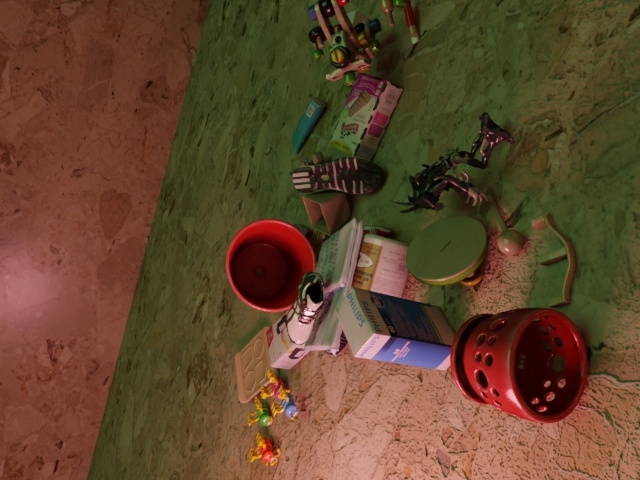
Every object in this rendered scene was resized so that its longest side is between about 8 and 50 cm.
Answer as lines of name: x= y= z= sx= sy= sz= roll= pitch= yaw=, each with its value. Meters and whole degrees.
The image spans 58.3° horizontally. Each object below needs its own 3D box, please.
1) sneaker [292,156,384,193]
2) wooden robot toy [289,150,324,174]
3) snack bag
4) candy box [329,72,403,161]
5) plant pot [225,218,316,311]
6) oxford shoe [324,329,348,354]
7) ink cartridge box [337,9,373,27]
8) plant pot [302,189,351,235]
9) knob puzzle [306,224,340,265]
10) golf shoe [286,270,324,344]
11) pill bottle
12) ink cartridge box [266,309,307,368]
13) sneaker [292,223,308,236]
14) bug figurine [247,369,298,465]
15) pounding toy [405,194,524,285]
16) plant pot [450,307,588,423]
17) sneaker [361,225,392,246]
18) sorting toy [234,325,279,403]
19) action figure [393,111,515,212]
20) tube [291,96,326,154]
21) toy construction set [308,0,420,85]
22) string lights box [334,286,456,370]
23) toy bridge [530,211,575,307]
sneaker: x=0.070 y=-0.205 z=1.688 sx=0.281 sy=0.162 sz=0.106 roll=3 pitch=109 yaw=26
wooden robot toy: x=-0.029 y=-0.227 z=1.897 sx=0.173 sy=0.076 sz=0.079 roll=-31 pitch=88 yaw=47
snack bag: x=0.022 y=0.134 z=1.529 sx=0.323 sy=0.037 sz=0.342 roll=145 pitch=139 yaw=-71
candy box: x=0.129 y=-0.362 z=1.684 sx=0.159 sy=0.071 sz=0.233 roll=40 pitch=112 yaw=54
plant pot: x=-0.171 y=0.085 z=1.779 sx=0.243 sy=0.275 sz=0.275 roll=155 pitch=125 yaw=-73
oxford shoe: x=0.054 y=0.201 z=1.579 sx=0.096 sy=0.083 sz=0.227 roll=-162 pitch=88 yaw=-76
ink cartridge box: x=0.103 y=-0.633 z=1.815 sx=0.092 sy=0.090 sz=0.143 roll=15 pitch=91 yaw=58
plant pot: x=0.026 y=-0.092 z=1.686 sx=0.109 sy=0.096 sz=0.109 roll=28 pitch=142 yaw=56
knob puzzle: x=0.000 y=0.000 z=1.770 sx=0.213 sy=0.030 sz=0.213 roll=-29 pitch=54 yaw=48
golf shoe: x=-0.038 y=0.179 z=1.492 sx=0.094 sy=0.077 sz=0.198 roll=-170 pitch=91 yaw=-76
pill bottle: x=0.142 y=0.107 z=1.417 sx=0.131 sy=0.131 sz=0.229 roll=16 pitch=91 yaw=57
ink cartridge box: x=-0.086 y=0.290 z=1.741 sx=0.175 sy=0.072 sz=0.127 roll=-48 pitch=41 yaw=36
sneaker: x=-0.070 y=-0.012 z=1.848 sx=0.158 sy=0.061 sz=0.065 roll=-124 pitch=33 yaw=-77
bug figurine: x=-0.142 y=0.527 z=1.732 sx=0.279 sy=0.072 sz=0.216 roll=-65 pitch=27 yaw=23
pounding toy: x=0.313 y=0.034 z=1.244 sx=0.237 sy=0.110 sz=0.183 roll=-29 pitch=35 yaw=11
plant pot: x=0.345 y=0.214 z=1.025 sx=0.174 sy=0.191 sz=0.191 roll=-10 pitch=69 yaw=64
sneaker: x=0.148 y=-0.004 z=1.536 sx=0.118 sy=0.042 sz=0.067 roll=3 pitch=75 yaw=65
sorting toy: x=-0.211 y=0.417 z=1.920 sx=0.208 sy=0.038 sz=0.193 roll=-43 pitch=44 yaw=33
action figure: x=0.298 y=-0.137 z=1.250 sx=0.276 sy=0.141 sz=0.164 roll=-44 pitch=20 yaw=16
tube: x=-0.051 y=-0.402 z=1.999 sx=0.207 sy=0.052 sz=0.080 roll=-54 pitch=33 yaw=37
toy construction set: x=0.126 y=-0.546 z=1.609 sx=0.257 sy=0.309 sz=0.237 roll=52 pitch=-155 yaw=-77
string lights box: x=0.170 y=0.189 z=1.222 sx=0.077 sy=0.260 sz=0.133 roll=-55 pitch=37 yaw=28
toy bridge: x=0.446 y=0.030 z=1.087 sx=0.063 sy=0.026 sz=0.188 roll=-29 pitch=54 yaw=45
